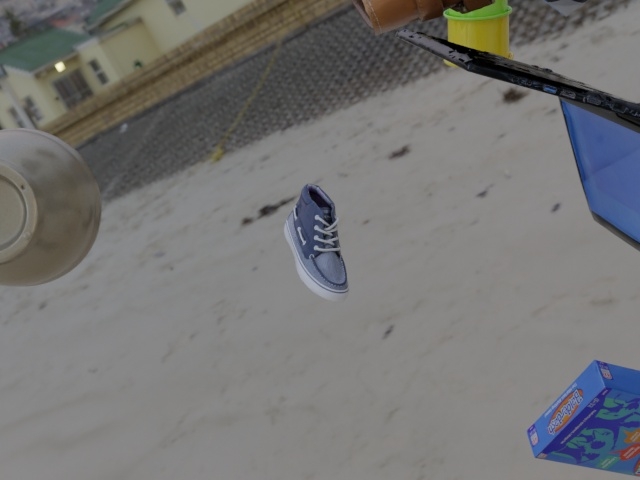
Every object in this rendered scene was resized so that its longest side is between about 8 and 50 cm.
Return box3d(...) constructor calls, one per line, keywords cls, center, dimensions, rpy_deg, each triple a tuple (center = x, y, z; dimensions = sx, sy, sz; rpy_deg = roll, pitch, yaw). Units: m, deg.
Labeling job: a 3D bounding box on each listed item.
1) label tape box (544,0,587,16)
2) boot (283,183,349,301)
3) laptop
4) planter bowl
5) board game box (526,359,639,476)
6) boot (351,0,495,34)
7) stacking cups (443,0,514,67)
box3d(cls="label tape box", center=(0.250, -0.385, 0.774), dimensions=(0.348, 0.249, 0.115), rpy_deg=(-35, 37, 45))
box3d(cls="boot", center=(0.000, 0.000, 1.332), dimensions=(0.069, 0.086, 0.190), rpy_deg=(2, 37, -30))
box3d(cls="laptop", center=(0.196, -0.077, 0.800), dimensions=(0.264, 0.136, 0.234), rpy_deg=(13, 16, -13))
box3d(cls="planter bowl", center=(-0.304, -0.029, 0.880), dimensions=(0.162, 0.162, 0.109), rpy_deg=(-29, 5, 3))
box3d(cls="board game box", center=(0.401, 0.238, 1.184), dimensions=(0.047, 0.210, 0.160), rpy_deg=(-98, 28, -46))
box3d(cls="boot", center=(0.131, -0.221, 0.668), dimensions=(0.220, 0.109, 0.283), rpy_deg=(-22, 23, -1))
box3d(cls="stacking cups", center=(0.204, -0.387, 1.172), dimensions=(0.096, 0.316, 0.096), rpy_deg=(-3, 23, 1))
